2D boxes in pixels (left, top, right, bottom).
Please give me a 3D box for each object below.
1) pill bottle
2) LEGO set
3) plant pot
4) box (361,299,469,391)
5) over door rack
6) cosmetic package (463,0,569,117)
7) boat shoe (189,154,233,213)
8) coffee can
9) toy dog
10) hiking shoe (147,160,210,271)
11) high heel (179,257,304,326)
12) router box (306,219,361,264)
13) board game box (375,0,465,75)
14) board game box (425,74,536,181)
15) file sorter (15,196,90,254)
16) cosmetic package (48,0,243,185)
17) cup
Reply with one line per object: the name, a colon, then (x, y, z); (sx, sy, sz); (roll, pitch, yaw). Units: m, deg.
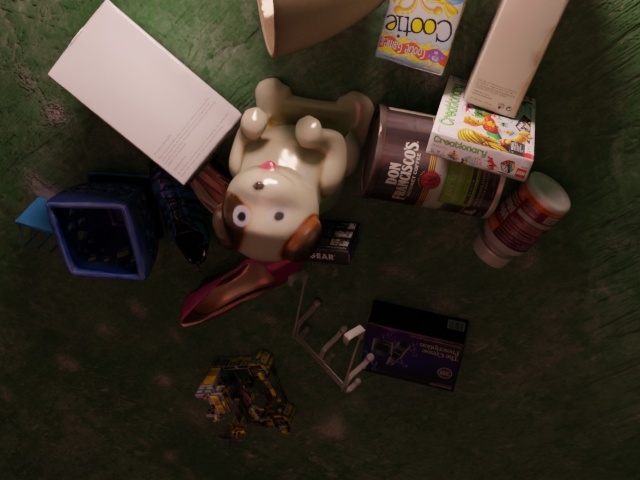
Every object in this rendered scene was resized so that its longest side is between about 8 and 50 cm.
pill bottle: (0.450, -0.042, 1.697); (0.121, 0.121, 0.221); (33, 127, -7)
LEGO set: (-0.227, 0.502, 2.259); (0.254, 0.192, 0.332); (0, 124, 18)
plant pot: (-0.539, -0.052, 1.956); (0.235, 0.212, 0.236); (4, 126, 15)
box: (0.250, 0.284, 2.009); (0.261, 0.103, 0.184); (12, 129, 10)
over door rack: (0.030, 0.235, 1.961); (0.239, 0.108, 0.324); (43, 154, 27)
cosmetic package: (0.385, -0.413, 1.433); (0.113, 0.160, 0.310); (21, 129, 2)
boat shoe: (-0.301, -0.208, 1.839); (0.116, 0.123, 0.324); (-38, 104, 17)
coffee can: (0.238, -0.168, 1.594); (0.275, 0.202, 0.202); (9, 128, -4)
toy dog: (-0.087, -0.123, 1.633); (0.284, 0.408, 0.396); (19, 127, 5)
hiking shoe: (-0.349, -0.075, 1.912); (0.113, 0.132, 0.304); (-22, 124, -1)
high heel: (-0.209, 0.133, 1.998); (0.377, 0.181, 0.127); (-26, 113, 31)
router box: (0.000, 0.000, 1.867); (0.178, 0.133, 0.046); (5, 125, 15)
board game box: (0.216, -0.488, 1.443); (0.142, 0.144, 0.275); (18, 128, 5)
board game box: (0.326, -0.231, 1.487); (0.192, 0.305, 0.053); (17, 125, 6)
file sorter: (-0.741, -0.030, 2.100); (0.170, 0.118, 0.105); (14, 131, 8)
cosmetic package: (-0.384, -0.326, 1.686); (0.385, 0.156, 0.217); (42, 93, -6)
cup: (0.001, -0.525, 1.411); (0.236, 0.331, 0.331); (-8, 125, -7)
